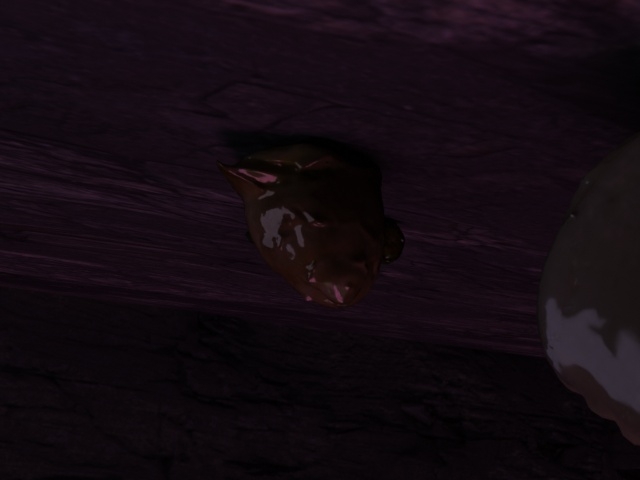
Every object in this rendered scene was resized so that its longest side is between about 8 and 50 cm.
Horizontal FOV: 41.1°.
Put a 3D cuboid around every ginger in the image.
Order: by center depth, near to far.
[{"bbox_3d":[0.003,-0.003,0.670,0.115,0.123,0.193,-16,171,10],"label":"ginger"}]

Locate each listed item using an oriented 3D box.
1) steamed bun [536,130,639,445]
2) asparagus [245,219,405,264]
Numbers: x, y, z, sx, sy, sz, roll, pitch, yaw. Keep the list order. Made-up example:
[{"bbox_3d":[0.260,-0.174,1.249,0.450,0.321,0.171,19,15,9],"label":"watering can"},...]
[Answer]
[{"bbox_3d":[0.277,0.028,0.393,0.273,0.272,0.290,40,-174,29],"label":"steamed bun"},{"bbox_3d":[0.000,0.000,0.877,0.178,0.041,0.045,0,160,36],"label":"asparagus"}]
